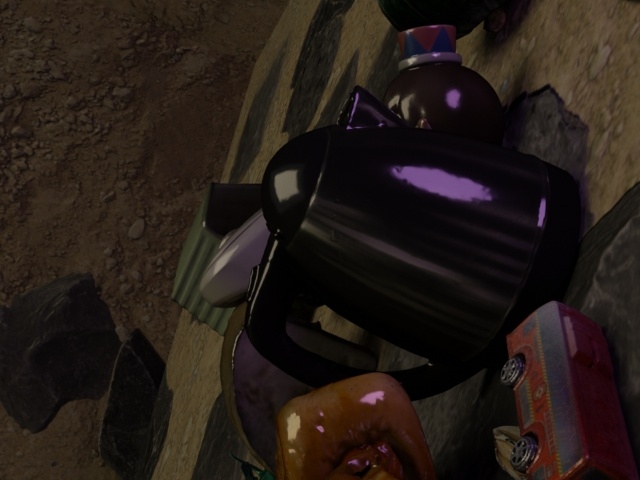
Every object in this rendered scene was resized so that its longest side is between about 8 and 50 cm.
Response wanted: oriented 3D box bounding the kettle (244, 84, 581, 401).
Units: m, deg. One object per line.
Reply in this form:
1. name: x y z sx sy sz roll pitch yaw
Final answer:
1. kettle: 0.066 -0.002 1.134 0.207 0.271 0.251 -86 21 -53

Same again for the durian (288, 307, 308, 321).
1. durian: -0.056 0.125 1.962 0.110 0.071 0.140 -44 14 54

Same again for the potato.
1. potato: -0.064 0.200 1.580 0.264 0.189 0.211 172 117 -77

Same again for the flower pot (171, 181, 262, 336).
1. flower pot: -0.130 0.033 2.109 0.209 0.239 0.189 -37 -20 -53

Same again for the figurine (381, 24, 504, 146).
1. figurine: 0.117 -0.101 1.343 0.161 0.158 0.275 36 -112 -61

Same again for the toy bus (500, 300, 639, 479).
1. toy bus: 0.185 0.126 0.904 0.077 0.065 0.192 -50 21 30

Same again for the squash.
1. squash: 0.164 -0.340 1.493 0.218 0.172 0.218 -160 90 -85

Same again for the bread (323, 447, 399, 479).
1. bread: 0.043 0.337 0.856 0.337 0.204 0.358 -152 79 -76

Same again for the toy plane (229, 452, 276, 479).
1. toy plane: -0.061 0.328 1.583 0.235 0.096 0.060 -164 95 -76

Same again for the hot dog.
1. hot dog: 0.034 0.239 1.099 0.256 0.150 0.153 92 159 -57

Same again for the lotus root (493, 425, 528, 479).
1. lotus root: 0.166 0.174 0.980 0.083 0.030 0.037 -160 59 -81

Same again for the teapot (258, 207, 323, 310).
1. teapot: 0.000 0.000 1.771 0.182 0.173 0.269 -21 16 30

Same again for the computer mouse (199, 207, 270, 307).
1. computer mouse: -0.022 -0.011 1.541 0.184 0.297 0.121 5 -115 -78
